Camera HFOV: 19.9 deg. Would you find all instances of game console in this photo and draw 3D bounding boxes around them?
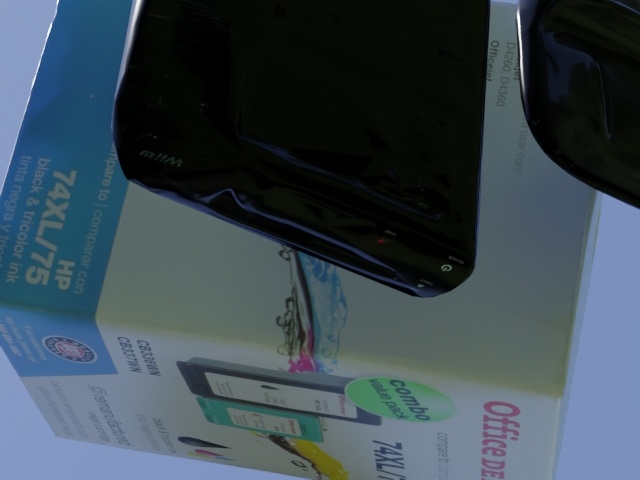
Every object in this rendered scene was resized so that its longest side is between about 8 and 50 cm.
[{"bbox_3d":[0.095,-0.055,0.709,0.361,0.213,0.044,22,-34,-23],"label":"game console"}]

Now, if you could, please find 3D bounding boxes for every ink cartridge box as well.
[{"bbox_3d":[0.000,0.000,0.909,0.198,0.270,0.197,80,-159,-64],"label":"ink cartridge box"}]
